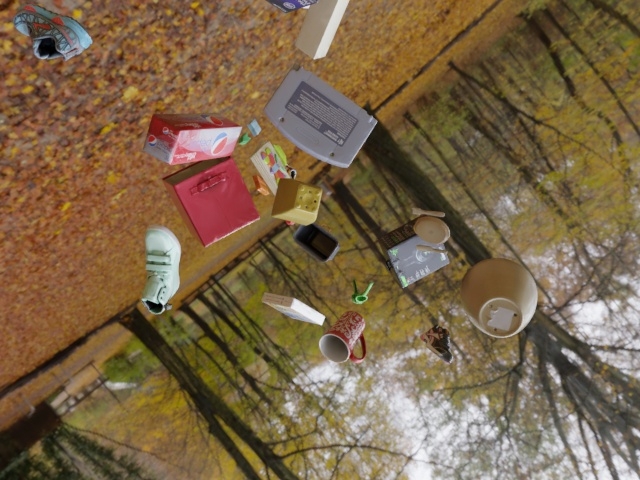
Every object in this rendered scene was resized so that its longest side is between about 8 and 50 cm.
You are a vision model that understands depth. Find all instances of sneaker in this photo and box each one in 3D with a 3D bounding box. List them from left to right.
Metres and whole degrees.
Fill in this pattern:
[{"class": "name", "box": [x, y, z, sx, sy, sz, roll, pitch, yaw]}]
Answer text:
[{"class": "sneaker", "box": [-0.764, -0.565, 1.341, 0.125, 0.261, 0.104, -62, 158, -21]}, {"class": "sneaker", "box": [-0.455, 0.089, 1.373, 0.151, 0.094, 0.256, -84, 177, -55]}, {"class": "sneaker", "box": [-0.161, -0.345, 2.400, 0.084, 0.185, 0.069, -26, 158, 24]}, {"class": "sneaker", "box": [0.356, 0.298, 1.461, 0.077, 0.072, 0.178, -50, -165, 5]}]

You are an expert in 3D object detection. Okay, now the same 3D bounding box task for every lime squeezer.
[{"class": "lime squeezer", "box": [0.191, 0.243, 2.270, 0.110, 0.059, 0.310, -65, -172, -7]}]

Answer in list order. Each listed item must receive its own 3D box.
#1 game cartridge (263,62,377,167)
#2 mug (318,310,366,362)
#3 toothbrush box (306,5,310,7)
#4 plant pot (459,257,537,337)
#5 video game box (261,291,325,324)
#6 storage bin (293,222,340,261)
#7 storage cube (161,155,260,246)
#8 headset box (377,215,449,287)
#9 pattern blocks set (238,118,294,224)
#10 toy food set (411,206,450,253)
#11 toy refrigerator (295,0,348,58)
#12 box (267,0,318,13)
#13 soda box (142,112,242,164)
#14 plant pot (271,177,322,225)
[{"class": "game cartridge", "box": [-0.005, -0.350, 1.415, 0.196, 0.294, 0.060, -57, -173, -10]}, {"class": "mug", "box": [0.089, 0.339, 1.681, 0.113, 0.150, 0.169, -22, -168, 34]}, {"class": "toothbrush box", "box": [-0.041, -1.147, 2.118, 0.206, 0.283, 0.122, -9, 156, -26]}, {"class": "plant pot", "box": [0.578, 0.208, 1.576, 0.256, 0.256, 0.274, -39, 176, 19]}, {"class": "video game box", "box": [-0.112, 0.283, 2.025, 0.187, 0.205, 0.048, 1, -117, 44]}, {"class": "storage bin", "box": [0.000, 0.000, 1.491, 0.098, 0.135, 0.091, -55, 163, 3]}, {"class": "storage cube", "box": [-0.313, -0.122, 1.397, 0.183, 0.193, 0.215, -30, -157, -18]}, {"class": "headset box", "box": [0.437, 0.054, 2.341, 0.283, 0.246, 0.131, -27, -150, -2]}, {"class": "pattern blocks set", "box": [-0.161, -0.239, 1.640, 0.026, 0.325, 0.285, -21, -144, 24]}, {"class": "toy food set", "box": [0.384, -0.041, 1.689, 0.132, 0.192, 0.038, 11, -134, 27]}, {"class": "toy refrigerator", "box": [0.013, -0.830, 1.822, 0.094, 0.102, 0.269, -38, 163, -47]}, {"class": "box", "box": [-0.148, -0.855, 1.569, 0.184, 0.261, 0.103, 17, -88, 49]}, {"class": "soda box", "box": [-0.303, -0.253, 1.191, 0.092, 0.083, 0.263, -63, 167, 24]}, {"class": "plant pot", "box": [-0.039, -0.078, 0.956, 0.083, 0.081, 0.081, 180, -77, -68]}]
